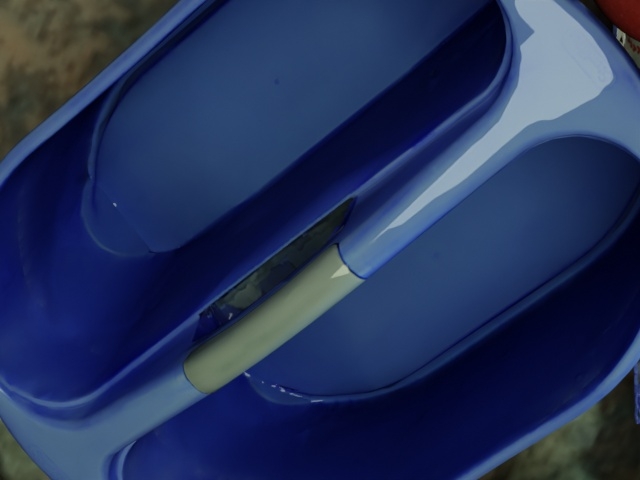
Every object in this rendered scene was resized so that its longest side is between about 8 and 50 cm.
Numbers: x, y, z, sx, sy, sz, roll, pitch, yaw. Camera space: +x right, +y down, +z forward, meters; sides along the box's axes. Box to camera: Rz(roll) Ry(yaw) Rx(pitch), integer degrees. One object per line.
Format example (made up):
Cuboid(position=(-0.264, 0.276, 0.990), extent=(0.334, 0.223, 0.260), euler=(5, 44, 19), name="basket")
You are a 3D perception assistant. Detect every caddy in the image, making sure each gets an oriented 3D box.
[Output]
Cuboid(position=(0.000, 0.000, 0.829), extent=(0.341, 0.179, 0.241), euler=(-38, 101, 28), name="caddy")

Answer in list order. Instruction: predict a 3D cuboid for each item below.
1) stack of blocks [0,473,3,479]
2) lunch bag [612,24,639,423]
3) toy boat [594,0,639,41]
Cuboid(position=(-0.226, 0.189, 0.930), extent=(0.171, 0.087, 0.297), euler=(-19, 109, 1), name="stack of blocks")
Cuboid(position=(0.331, -0.037, 0.862), extent=(0.386, 0.239, 0.327), euler=(-2, 103, 14), name="lunch bag")
Cuboid(position=(0.175, -0.116, 0.712), extent=(0.151, 0.231, 0.151), euler=(-13, 126, -44), name="toy boat")
